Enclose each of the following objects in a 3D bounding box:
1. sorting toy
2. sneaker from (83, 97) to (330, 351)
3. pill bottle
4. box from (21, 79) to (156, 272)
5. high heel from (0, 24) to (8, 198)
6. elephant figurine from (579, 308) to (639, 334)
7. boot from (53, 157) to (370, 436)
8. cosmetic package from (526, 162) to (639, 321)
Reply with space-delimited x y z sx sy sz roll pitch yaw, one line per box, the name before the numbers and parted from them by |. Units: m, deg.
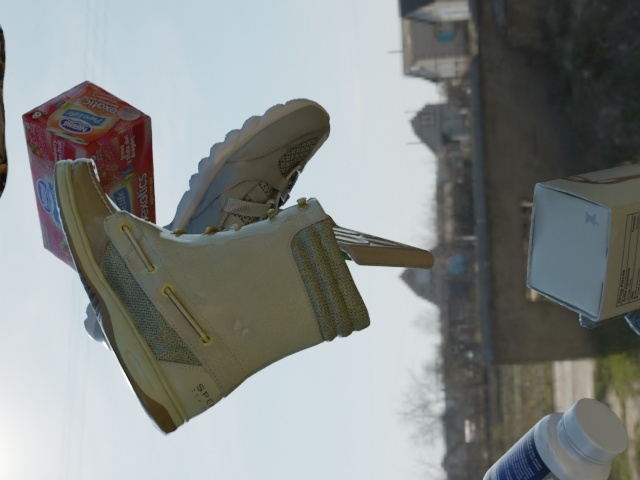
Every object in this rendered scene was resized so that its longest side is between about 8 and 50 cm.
sorting toy | 0.000 0.000 1.362 0.307 0.229 0.041 4 -76 -50
sneaker | -0.073 0.003 0.799 0.281 0.115 0.105 -52 -12 -1
pill bottle | 0.264 0.253 1.028 0.094 0.094 0.169 -81 18 -50
box | -0.320 -0.075 1.293 0.122 0.128 0.257 -40 -29 -37
high heel | -0.445 -0.162 1.180 0.186 0.093 0.261 127 138 -52
elephant figurine | 0.592 0.111 1.518 0.169 0.239 0.186 33 -174 -43
boot | -0.079 0.006 0.624 0.213 0.165 0.077 59 169 27
cosmetic package | 0.423 -0.013 1.195 0.129 0.296 0.153 29 123 52
